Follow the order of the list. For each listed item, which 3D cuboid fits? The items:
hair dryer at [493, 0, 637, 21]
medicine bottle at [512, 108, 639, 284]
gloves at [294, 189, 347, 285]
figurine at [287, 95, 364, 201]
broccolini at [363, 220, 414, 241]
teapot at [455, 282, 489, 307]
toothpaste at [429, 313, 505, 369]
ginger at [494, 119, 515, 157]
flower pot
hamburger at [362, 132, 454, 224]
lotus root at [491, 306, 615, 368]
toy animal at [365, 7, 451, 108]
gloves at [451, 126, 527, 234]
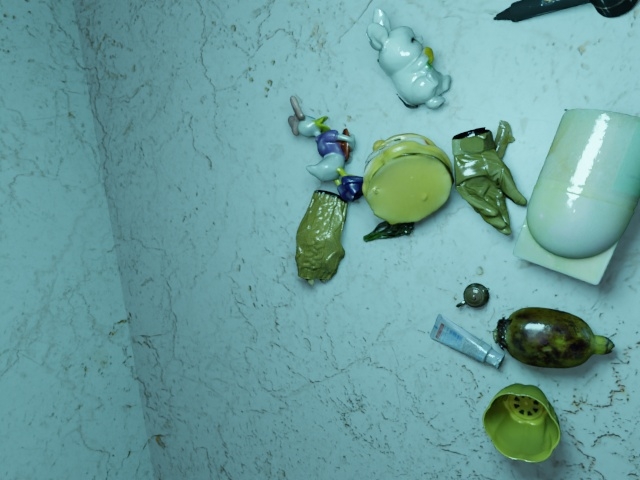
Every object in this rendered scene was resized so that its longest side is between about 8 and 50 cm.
[{"bbox_3d":[0.630,-0.648,1.165,0.353,0.189,0.106,5,94,43],"label":"hair dryer"},{"bbox_3d":[0.678,-0.110,1.123,0.236,0.236,0.405,22,104,27],"label":"medicine bottle"},{"bbox_3d":[-0.007,-0.006,1.576,0.203,0.155,0.355,16,105,32],"label":"gloves"},{"bbox_3d":[0.019,-0.311,1.513,0.154,0.194,0.420,112,136,-66],"label":"figurine"},{"bbox_3d":[0.229,-0.032,1.489,0.203,0.068,0.091,-30,98,29],"label":"broccolini"},{"bbox_3d":[0.476,0.177,1.356,0.121,0.068,0.076,-36,76,27],"label":"teapot"},{"bbox_3d":[0.465,0.327,1.387,0.234,0.057,0.089,27,104,33],"label":"toothpaste"},{"bbox_3d":[0.538,-0.289,1.306,0.057,0.044,0.137,33,108,43],"label":"ginger"},{"bbox_3d":[0.585,0.506,1.253,0.195,0.179,0.194,1,92,30],"label":"flower pot"},{"bbox_3d":[0.259,-0.212,1.359,0.276,0.276,0.236,-37,31,27],"label":"hamburger"},{"bbox_3d":[0.643,0.274,1.224,0.315,0.141,0.169,-1,97,29],"label":"lotus root"},{"bbox_3d":[0.260,-0.554,1.343,0.325,0.208,0.154,33,135,-18],"label":"toy animal"},{"bbox_3d":[0.484,-0.166,1.273,0.141,0.154,0.330,-5,107,64],"label":"gloves"}]
